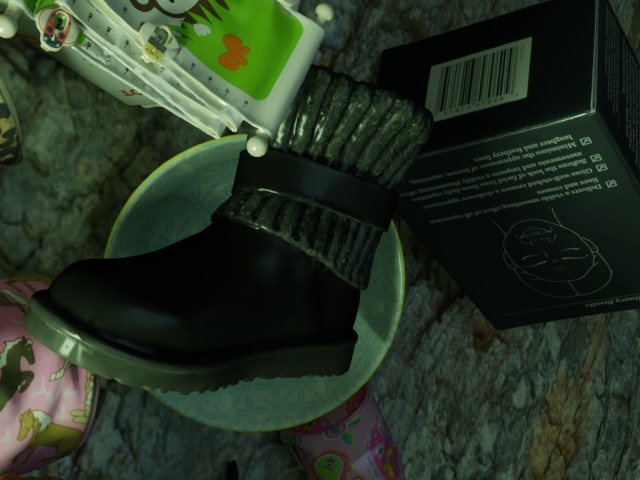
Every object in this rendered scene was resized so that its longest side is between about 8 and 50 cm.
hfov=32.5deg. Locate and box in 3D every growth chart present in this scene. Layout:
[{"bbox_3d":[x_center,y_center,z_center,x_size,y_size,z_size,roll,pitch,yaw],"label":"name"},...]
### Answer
[{"bbox_3d":[-0.103,-0.170,0.815,0.237,0.021,0.172,26,68,-26],"label":"growth chart"}]

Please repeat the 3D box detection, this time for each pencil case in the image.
[{"bbox_3d":[-0.343,0.112,0.804,0.386,0.160,0.167,-2,130,-51],"label":"pencil case"},{"bbox_3d":[0.045,0.288,1.312,0.124,0.124,0.284,-47,125,-38],"label":"pencil case"}]

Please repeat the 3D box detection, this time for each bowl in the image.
[{"bbox_3d":[-0.065,0.031,1.106,0.156,0.289,0.289,-105,-171,-80],"label":"bowl"}]

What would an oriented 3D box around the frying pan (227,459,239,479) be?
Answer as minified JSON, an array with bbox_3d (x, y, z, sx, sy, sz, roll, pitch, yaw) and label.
[{"bbox_3d":[-0.088,0.424,1.168,0.326,0.053,0.197,-91,-171,-45],"label":"frying pan"}]

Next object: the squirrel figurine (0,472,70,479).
[{"bbox_3d":[-0.253,0.386,0.795,0.370,0.397,0.281,-44,149,6],"label":"squirrel figurine"}]

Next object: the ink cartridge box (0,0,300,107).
[{"bbox_3d":[-0.180,-0.230,0.946,0.278,0.201,0.117,31,68,-46],"label":"ink cartridge box"}]

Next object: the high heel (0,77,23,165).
[{"bbox_3d":[-0.356,-0.112,0.862,0.186,0.093,0.261,-41,138,-15],"label":"high heel"}]

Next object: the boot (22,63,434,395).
[{"bbox_3d":[-0.063,-0.024,0.891,0.348,0.131,0.260,3,109,-51],"label":"boot"}]

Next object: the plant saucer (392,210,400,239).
[{"bbox_3d":[0.000,0.000,1.299,0.278,0.041,0.277,-4,96,-50],"label":"plant saucer"}]

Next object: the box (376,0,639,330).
[{"bbox_3d":[0.285,-0.085,1.407,0.395,0.293,0.212,48,42,-41],"label":"box"}]
